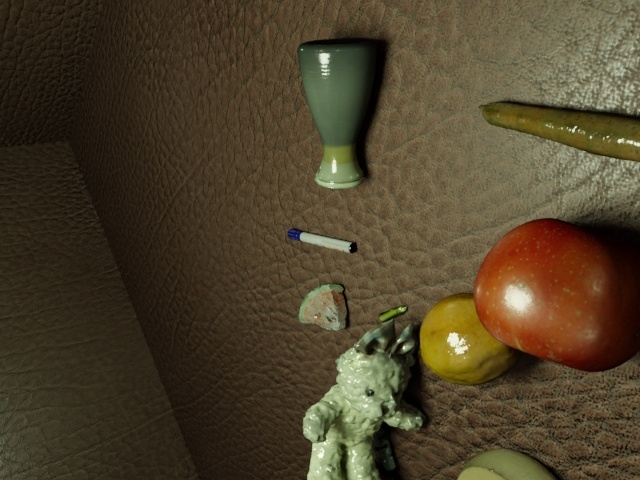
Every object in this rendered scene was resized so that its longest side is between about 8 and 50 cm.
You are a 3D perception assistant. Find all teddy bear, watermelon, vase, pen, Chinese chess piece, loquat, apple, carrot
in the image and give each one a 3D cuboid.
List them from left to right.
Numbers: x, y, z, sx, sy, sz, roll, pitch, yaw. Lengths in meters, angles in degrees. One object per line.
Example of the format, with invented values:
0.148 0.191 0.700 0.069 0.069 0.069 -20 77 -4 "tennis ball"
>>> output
0.000 0.001 1.419 0.269 0.033 0.033 13 114 47 "pen"
0.023 0.200 1.445 0.139 0.071 0.187 51 129 16 "watermelon"
0.044 -0.288 1.161 0.173 0.173 0.321 25 128 43 "vase"
0.123 0.432 1.208 0.362 0.327 0.375 -48 38 47 "teddy bear"
0.157 0.540 1.412 0.060 0.060 0.211 -33 78 51 "vase"
0.300 0.189 1.006 0.176 0.187 0.234 38 138 -24 "loquat"
0.408 0.578 1.063 0.273 0.102 0.273 23 119 52 "Chinese chess piece"
0.384 0.083 0.803 0.260 0.260 0.216 24 98 44 "apple"
0.405 -0.187 0.831 0.342 0.070 0.070 31 126 48 "carrot"

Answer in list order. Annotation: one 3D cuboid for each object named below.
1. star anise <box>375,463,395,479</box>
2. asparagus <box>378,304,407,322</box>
0.151 0.697 1.444 0.236 0.109 0.223 32 151 22 "star anise"
0.180 0.184 1.276 0.108 0.021 0.025 -37 74 50 "asparagus"
